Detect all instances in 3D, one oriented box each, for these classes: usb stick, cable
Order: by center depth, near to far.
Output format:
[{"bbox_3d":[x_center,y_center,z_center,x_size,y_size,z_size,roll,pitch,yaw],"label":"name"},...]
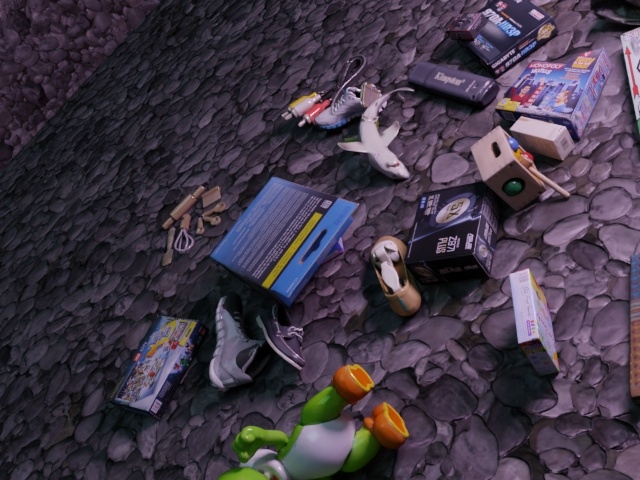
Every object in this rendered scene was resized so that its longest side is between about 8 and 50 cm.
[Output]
[{"bbox_3d":[0.307,-0.371,1.801,0.077,0.045,0.278,-46,37,-7],"label":"usb stick"},{"bbox_3d":[0.029,-0.401,2.060,0.287,0.072,0.139,-46,42,-6],"label":"cable"}]

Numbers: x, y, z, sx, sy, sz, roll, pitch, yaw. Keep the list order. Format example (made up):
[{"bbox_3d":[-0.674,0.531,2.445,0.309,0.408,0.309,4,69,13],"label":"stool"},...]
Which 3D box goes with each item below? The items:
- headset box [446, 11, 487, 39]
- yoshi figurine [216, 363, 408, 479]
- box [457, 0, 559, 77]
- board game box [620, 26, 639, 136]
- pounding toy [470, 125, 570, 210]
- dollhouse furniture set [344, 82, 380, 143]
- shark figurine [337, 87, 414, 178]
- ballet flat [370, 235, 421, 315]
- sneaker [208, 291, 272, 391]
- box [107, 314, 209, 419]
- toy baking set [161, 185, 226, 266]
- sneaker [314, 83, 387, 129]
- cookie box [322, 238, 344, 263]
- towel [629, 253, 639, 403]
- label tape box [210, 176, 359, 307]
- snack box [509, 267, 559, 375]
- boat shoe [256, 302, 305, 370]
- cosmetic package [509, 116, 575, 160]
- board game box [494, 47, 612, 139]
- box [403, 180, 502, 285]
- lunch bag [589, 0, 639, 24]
[{"bbox_3d":[0.352,-0.510,1.825,0.062,0.032,0.083,-53,36,-13],"label":"headset box"},{"bbox_3d":[-0.043,0.373,1.257,0.362,0.203,0.203,-39,43,8],"label":"yoshi figurine"},{"bbox_3d":[0.430,-0.492,1.805,0.175,0.051,0.220,-35,37,10],"label":"box"},{"bbox_3d":[0.682,-0.311,1.405,0.214,0.046,0.317,-18,43,29],"label":"board game box"},{"bbox_3d":[0.375,-0.130,1.445,0.100,0.130,0.141,-39,35,25],"label":"pounding toy"},{"bbox_3d":[0.100,-0.305,1.872,0.059,0.076,0.151,3,86,35],"label":"dollhouse furniture set"},{"bbox_3d":[0.129,-0.248,1.802,0.166,0.116,0.278,5,58,3],"label":"shark figurine"},{"bbox_3d":[0.141,0.050,1.506,0.080,0.073,0.232,-35,37,12],"label":"ballet flat"},{"bbox_3d":[-0.155,0.206,1.622,0.132,0.086,0.228,-14,55,25],"label":"sneaker"},{"bbox_3d":[-0.371,0.285,1.756,0.159,0.044,0.233,1,54,42],"label":"box"},{"bbox_3d":[-0.362,-0.051,2.095,0.256,0.030,0.197,-44,37,-2],"label":"toy baking set"},{"bbox_3d":[0.066,-0.348,1.945,0.191,0.083,0.071,-20,46,17],"label":"sneaker"},{"bbox_3d":[0.000,0.000,1.710,0.092,0.040,0.107,-30,38,17],"label":"cookie box"},{"bbox_3d":[0.621,0.098,1.060,0.370,0.040,0.271,-13,44,36],"label":"towel"},{"bbox_3d":[-0.058,0.009,1.631,0.240,0.106,0.334,-53,36,-10],"label":"label tape box"},{"bbox_3d":[0.341,0.130,1.223,0.037,0.100,0.141,-20,41,26],"label":"snack box"},{"bbox_3d":[-0.071,0.190,1.558,0.065,0.075,0.206,-45,32,1],"label":"boat shoe"},{"bbox_3d":[0.435,-0.201,1.505,0.041,0.060,0.115,-48,38,-10],"label":"cosmetic package"},{"bbox_3d":[0.491,-0.308,1.560,0.194,0.060,0.194,-50,37,-12],"label":"board game box"},{"bbox_3d":[0.255,-0.014,1.463,0.147,0.077,0.180,-9,48,36],"label":"box"},{"bbox_3d":[0.700,-0.572,1.539,0.235,0.169,0.287,-53,12,-18],"label":"lunch bag"}]
